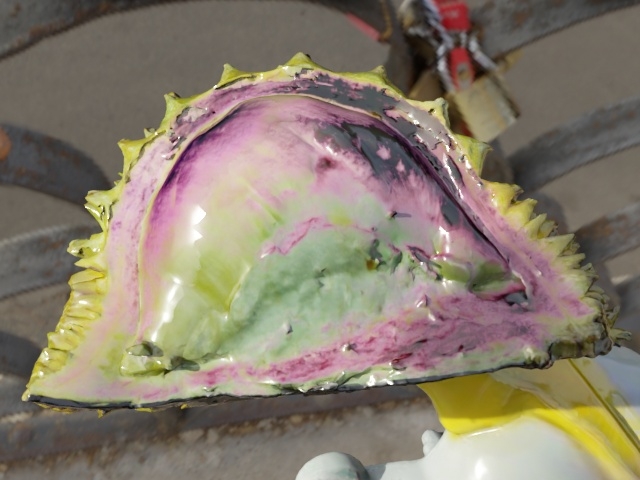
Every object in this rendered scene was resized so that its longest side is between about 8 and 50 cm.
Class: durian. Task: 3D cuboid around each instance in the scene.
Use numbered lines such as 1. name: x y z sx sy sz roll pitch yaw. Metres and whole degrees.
1. durian: 0.000 -0.004 0.403 0.187 0.119 0.108 -7 85 -6

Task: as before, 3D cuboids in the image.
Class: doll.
1. doll: 0.140 0.115 0.540 0.316 0.145 0.103 2 53 -21
